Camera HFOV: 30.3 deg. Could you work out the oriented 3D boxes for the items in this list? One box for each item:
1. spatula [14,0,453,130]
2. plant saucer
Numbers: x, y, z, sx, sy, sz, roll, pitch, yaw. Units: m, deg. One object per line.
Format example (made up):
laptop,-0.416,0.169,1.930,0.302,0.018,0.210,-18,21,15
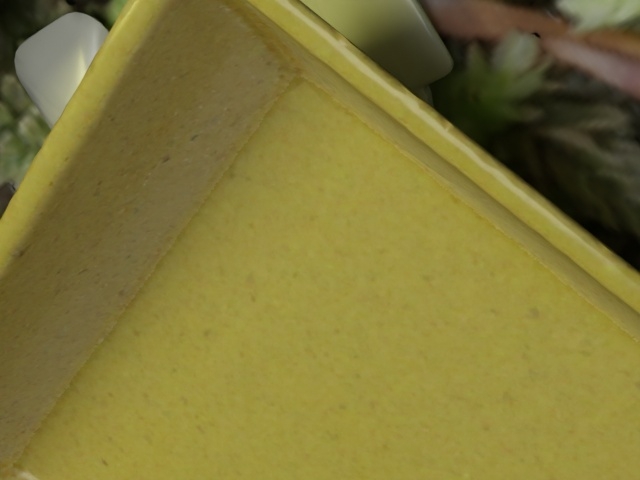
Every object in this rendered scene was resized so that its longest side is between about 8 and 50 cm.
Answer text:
spatula,0.000,0.000,0.449,0.168,0.019,0.242,-25,107,29
plant saucer,0.016,0.104,0.440,0.332,0.081,0.333,38,124,-3
